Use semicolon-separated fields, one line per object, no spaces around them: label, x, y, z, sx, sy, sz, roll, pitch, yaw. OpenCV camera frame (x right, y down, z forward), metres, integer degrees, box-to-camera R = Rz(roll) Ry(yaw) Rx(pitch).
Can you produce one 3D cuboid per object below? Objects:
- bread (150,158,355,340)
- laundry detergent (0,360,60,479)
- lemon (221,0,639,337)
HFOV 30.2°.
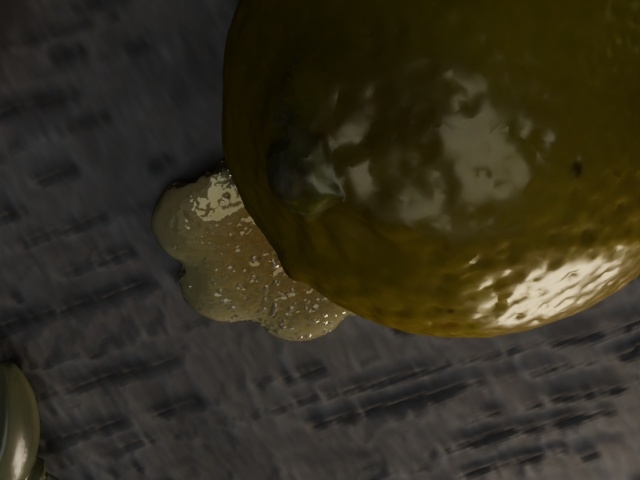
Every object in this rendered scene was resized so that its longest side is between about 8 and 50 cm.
bread;0.000;0.000;0.960;0.250;0.039;0.182;-17;116;6
laundry detergent;-0.335;0.155;0.998;0.253;0.091;0.181;30;107;-16
lemon;0.101;-0.096;0.753;0.336;0.336;0.336;-1;118;-2
